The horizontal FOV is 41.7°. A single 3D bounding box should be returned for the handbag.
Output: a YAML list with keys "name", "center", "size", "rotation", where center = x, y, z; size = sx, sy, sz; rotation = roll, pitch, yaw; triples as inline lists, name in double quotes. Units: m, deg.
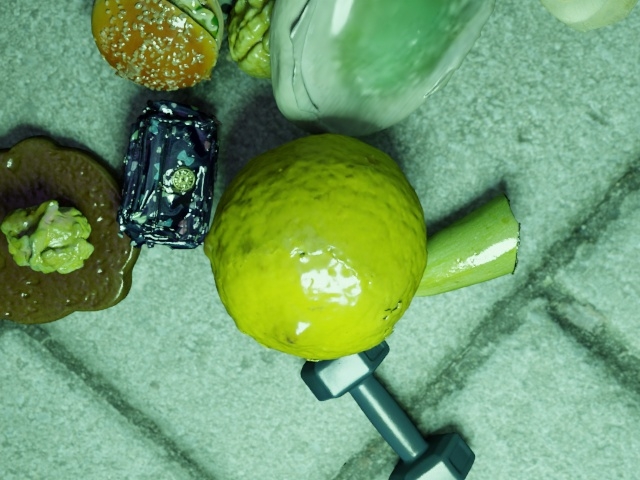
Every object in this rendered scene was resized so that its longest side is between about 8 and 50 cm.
- name: "handbag"
  center: [-0.260, -0.109, 1.445]
  size: [0.162, 0.113, 0.260]
  rotation: [9, 95, -15]

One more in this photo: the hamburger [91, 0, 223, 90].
- name: "hamburger"
  center: [-0.273, -0.356, 1.404]
  size: [0.237, 0.147, 0.236]
  rotation: [2, 127, 2]

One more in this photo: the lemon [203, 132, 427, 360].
- name: "lemon"
  center: [0.000, 0.000, 1.319]
  size: [0.350, 0.387, 0.349]
  rotation: [11, 138, 10]

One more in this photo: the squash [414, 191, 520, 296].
- name: "squash"
  center: [0.217, 0.046, 1.425]
  size: [0.288, 0.137, 0.137]
  rotation: [-31, 91, 13]

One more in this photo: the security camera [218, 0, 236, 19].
- name: "security camera"
  center: [-0.204, -0.514, 1.408]
  size: [0.157, 0.080, 0.301]
  rotation: [3, 128, 4]

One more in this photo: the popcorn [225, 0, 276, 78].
- name: "popcorn"
  center: [-0.090, -0.359, 1.405]
  size: [0.143, 0.173, 0.173]
  rotation: [10, 95, -2]

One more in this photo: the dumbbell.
- name: "dumbbell"
  center: [0.115, 0.301, 1.436]
  size: [0.144, 0.160, 0.324]
  rotation: [-39, 91, -23]

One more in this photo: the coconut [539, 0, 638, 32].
- name: "coconut"
  center: [0.432, -0.419, 1.348]
  size: [0.161, 0.162, 0.160]
  rotation: [-2, 87, 34]

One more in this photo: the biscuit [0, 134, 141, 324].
- name: "biscuit"
  center: [-0.517, -0.004, 1.516]
  size: [0.381, 0.074, 0.358]
  rotation: [-31, 91, 9]

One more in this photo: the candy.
- name: "candy"
  center: [0.079, -0.354, 1.310]
  size: [0.186, 0.386, 0.426]
  rotation: [45, 114, 42]

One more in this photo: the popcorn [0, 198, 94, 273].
- name: "popcorn"
  center: [-0.462, -0.005, 1.430]
  size: [0.145, 0.126, 0.125]
  rotation: [23, 71, 17]
